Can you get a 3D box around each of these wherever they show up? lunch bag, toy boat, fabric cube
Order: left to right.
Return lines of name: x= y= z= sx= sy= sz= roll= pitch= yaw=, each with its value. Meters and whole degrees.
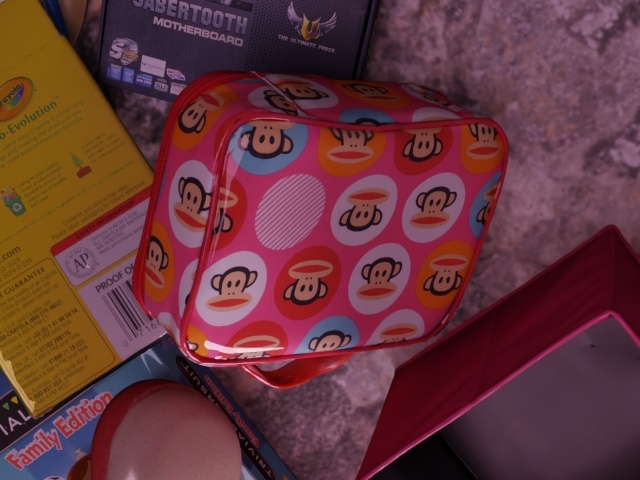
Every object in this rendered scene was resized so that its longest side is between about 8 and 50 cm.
toy boat: x=-0.165 y=0.230 z=1.203 sx=0.151 sy=0.151 sz=0.231 roll=19 pitch=109 yaw=35
lunch bag: x=0.000 y=0.000 z=1.109 sx=0.120 sy=0.293 sz=0.258 roll=38 pitch=120 yaw=47
fabric cube: x=0.210 y=0.182 z=1.121 sx=0.259 sy=0.258 sz=0.254 roll=-37 pitch=96 yaw=18

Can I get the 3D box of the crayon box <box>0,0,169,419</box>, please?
crayon box: x=-0.245 y=-0.032 z=1.177 sx=0.202 sy=0.081 sz=0.318 roll=-32 pitch=90 yaw=-9

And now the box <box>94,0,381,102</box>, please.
box: x=-0.068 y=-0.197 z=1.161 sx=0.233 sy=0.059 sz=0.183 roll=16 pitch=117 yaw=5

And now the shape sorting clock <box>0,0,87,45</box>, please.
shape sorting clock: x=-0.311 y=-0.233 z=1.222 sx=0.206 sy=0.040 sz=0.206 roll=0 pitch=109 yaw=0

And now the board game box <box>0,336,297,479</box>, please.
board game box: x=-0.188 y=0.229 z=1.305 sx=0.254 sy=0.079 sz=0.336 roll=-36 pitch=96 yaw=18
